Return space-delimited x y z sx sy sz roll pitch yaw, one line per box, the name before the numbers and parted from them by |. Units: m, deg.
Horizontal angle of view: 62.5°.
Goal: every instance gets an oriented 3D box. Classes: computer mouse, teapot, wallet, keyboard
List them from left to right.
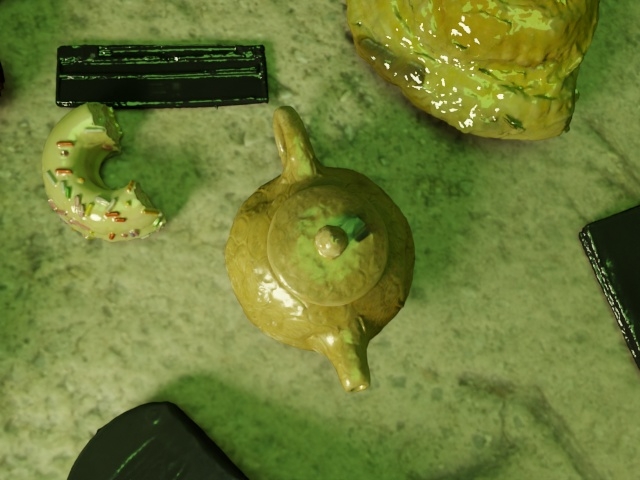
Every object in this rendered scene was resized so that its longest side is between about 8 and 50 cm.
keyboard | -0.189 -0.198 0.640 0.250 0.017 0.087 -4 79 -9
computer mouse | -0.124 0.282 0.521 0.269 0.086 0.137 37 64 16
teapot | 0.000 0.000 0.550 0.203 0.167 0.312 -12 81 -9
wallet | 0.426 0.077 0.663 0.124 0.025 0.244 -19 81 -10

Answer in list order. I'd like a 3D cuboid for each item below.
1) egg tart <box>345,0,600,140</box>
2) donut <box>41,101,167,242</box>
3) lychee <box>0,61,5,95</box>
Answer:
egg tart | 0.194 -0.307 0.645 0.339 0.153 0.352 19 77 -1
donut | -0.253 -0.069 0.582 0.108 0.065 0.166 -26 84 -11
lychee | -0.406 -0.183 0.558 0.123 0.123 0.129 -26 119 -11
